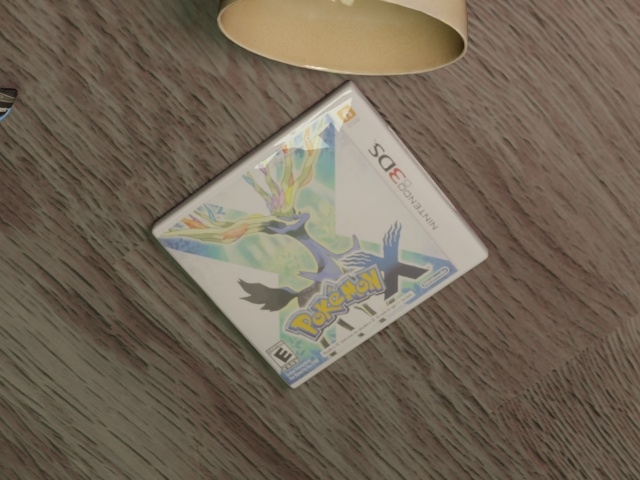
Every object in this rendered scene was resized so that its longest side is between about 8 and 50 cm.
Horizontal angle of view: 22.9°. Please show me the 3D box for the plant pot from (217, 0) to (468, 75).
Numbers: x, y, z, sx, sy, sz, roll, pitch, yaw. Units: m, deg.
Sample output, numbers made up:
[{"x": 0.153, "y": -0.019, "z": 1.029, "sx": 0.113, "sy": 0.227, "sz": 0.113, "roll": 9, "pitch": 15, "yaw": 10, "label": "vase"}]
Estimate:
[{"x": 0.033, "y": -0.321, "z": 1.797, "sx": 0.284, "sy": 0.284, "sz": 0.191, "roll": 6, "pitch": 79, "yaw": -2, "label": "plant pot"}]

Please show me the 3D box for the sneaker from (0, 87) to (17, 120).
[{"x": -0.448, "y": -0.226, "z": 1.940, "sx": 0.078, "sy": 0.067, "sz": 0.188, "roll": -44, "pitch": 107, "yaw": -4, "label": "sneaker"}]

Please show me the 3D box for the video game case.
[{"x": 0.000, "y": 0.000, "z": 2.048, "sx": 0.329, "sy": 0.036, "sz": 0.300, "roll": -35, "pitch": 110, "yaw": 16, "label": "video game case"}]
